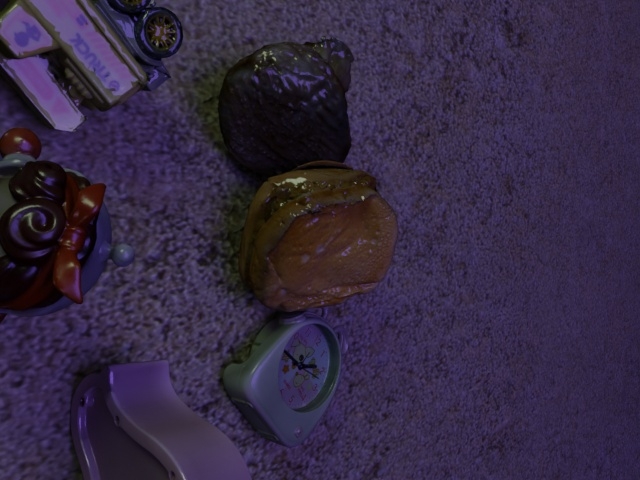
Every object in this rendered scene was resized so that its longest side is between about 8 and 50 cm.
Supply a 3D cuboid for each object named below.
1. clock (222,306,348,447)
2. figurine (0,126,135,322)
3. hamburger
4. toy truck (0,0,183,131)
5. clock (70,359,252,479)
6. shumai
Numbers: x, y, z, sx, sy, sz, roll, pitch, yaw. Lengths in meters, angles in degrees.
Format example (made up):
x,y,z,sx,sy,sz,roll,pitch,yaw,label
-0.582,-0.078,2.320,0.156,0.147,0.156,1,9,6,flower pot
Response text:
x,y,z,sx,sy,sz,roll,pitch,yaw,label
-0.034,0.169,0.919,0.191,0.062,0.151,-51,126,-32,clock
-0.250,0.001,0.554,0.160,0.226,0.183,48,59,-39,figurine
0.000,0.001,0.858,0.214,0.108,0.213,-23,139,-22,hamburger
-0.258,-0.231,0.608,0.157,0.124,0.272,-49,130,-20,toy truck
-0.185,0.294,0.693,0.080,0.275,0.290,2,128,-49,clock
-0.039,-0.178,0.842,0.209,0.161,0.153,47,37,-48,shumai
